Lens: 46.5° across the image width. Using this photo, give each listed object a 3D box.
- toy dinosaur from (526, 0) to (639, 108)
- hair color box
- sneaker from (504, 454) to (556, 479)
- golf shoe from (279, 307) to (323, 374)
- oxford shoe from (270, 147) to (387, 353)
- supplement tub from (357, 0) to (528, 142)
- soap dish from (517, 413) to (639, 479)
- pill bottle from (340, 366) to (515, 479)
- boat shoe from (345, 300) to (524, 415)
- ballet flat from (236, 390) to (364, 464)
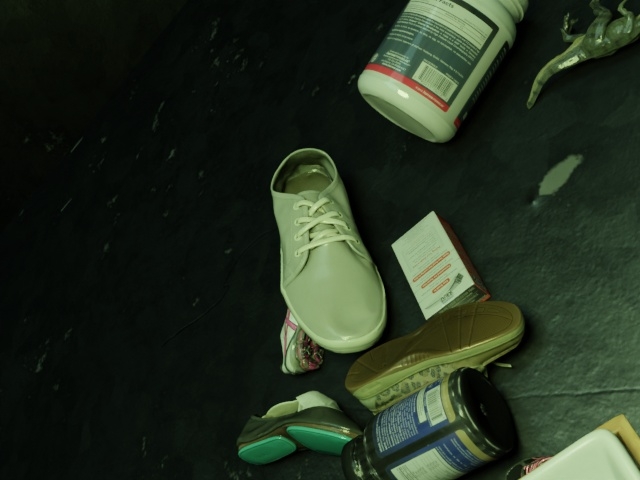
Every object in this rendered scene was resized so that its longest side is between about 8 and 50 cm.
[{"bbox_3d":[0.417,-0.316,1.138,0.268,0.064,0.118,-28,54,37],"label":"toy dinosaur"},{"bbox_3d":[0.183,0.045,1.154,0.093,0.053,0.167,-41,40,20],"label":"hair color box"},{"bbox_3d":[0.271,0.278,0.901,0.119,0.057,0.047,-25,51,37],"label":"sneaker"},{"bbox_3d":[-0.041,0.145,1.318,0.086,0.067,0.186,-23,50,38],"label":"golf shoe"},{"bbox_3d":[0.000,0.000,1.286,0.169,0.130,0.449,-12,46,-3],"label":"oxford shoe"},{"bbox_3d":[0.206,-0.322,1.260,0.272,0.191,0.191,-57,38,1],"label":"supplement tub"},{"bbox_3d":[0.302,0.362,0.761,0.229,0.118,0.291,-42,41,19],"label":"soap dish"},{"bbox_3d":[0.136,0.269,0.997,0.219,0.123,0.123,-36,43,28],"label":"pill bottle"},{"bbox_3d":[0.171,0.173,1.069,0.285,0.089,0.104,-27,22,30],"label":"boat shoe"},{"bbox_3d":[-0.032,0.294,1.194,0.280,0.095,0.096,-18,41,39],"label":"ballet flat"}]
